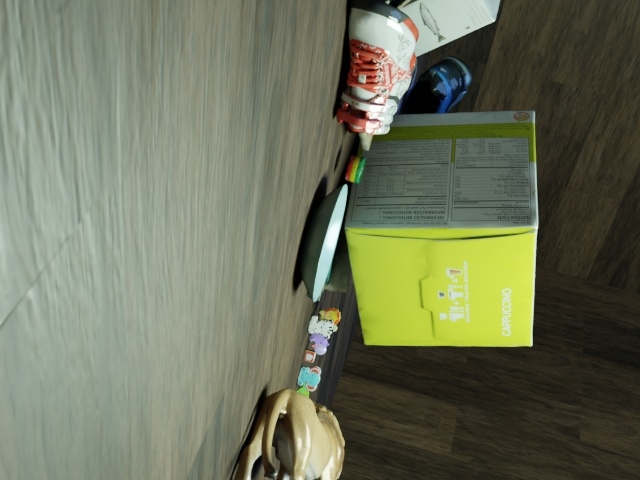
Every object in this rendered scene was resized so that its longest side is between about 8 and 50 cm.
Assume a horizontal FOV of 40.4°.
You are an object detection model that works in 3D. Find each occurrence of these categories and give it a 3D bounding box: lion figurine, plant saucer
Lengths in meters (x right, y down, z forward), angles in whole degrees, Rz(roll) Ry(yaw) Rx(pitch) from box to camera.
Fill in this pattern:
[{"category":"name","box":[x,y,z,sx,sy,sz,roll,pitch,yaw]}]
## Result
[{"category":"lion figurine","box":[-0.037,0.328,1.403,0.392,0.142,0.240,85,13,-60]},{"category":"plant saucer","box":[0.000,0.000,1.387,0.195,0.037,0.195,15,90,-83]}]

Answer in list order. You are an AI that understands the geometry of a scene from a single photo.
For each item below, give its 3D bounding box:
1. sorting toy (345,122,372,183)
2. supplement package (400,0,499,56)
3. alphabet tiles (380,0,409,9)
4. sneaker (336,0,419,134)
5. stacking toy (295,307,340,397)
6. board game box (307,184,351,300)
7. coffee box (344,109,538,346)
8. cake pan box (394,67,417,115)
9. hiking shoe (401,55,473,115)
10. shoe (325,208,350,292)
[{"category":"sorting toy","box":[0.076,-0.239,1.447,0.132,0.046,0.275,45,61,-83]},{"category":"supplement package","box":[0.228,-0.436,1.619,0.105,0.179,0.105,51,38,-27]},{"category":"alphabet tiles","box":[0.138,-0.405,1.233,0.237,0.009,0.198,-29,-141,55]},{"category":"sneaker","box":[0.075,-0.235,1.245,0.145,0.090,0.270,-66,167,-3]},{"category":"stacking toy","box":[-0.010,0.252,1.824,0.167,0.052,0.221,3,103,-83]},{"category":"board game box","box":[0.017,0.003,1.594,0.126,0.026,0.186,-60,164,-68]},{"category":"coffee box","box":[0.247,-0.019,1.703,0.338,0.338,0.334,78,16,-44]},{"category":"cake pan box","box":[0.158,-0.332,1.869,0.246,0.070,0.267,99,9,-59]},{"category":"hiking shoe","box":[0.205,-0.251,1.847,0.132,0.113,0.304,-24,144,-42]},{"category":"shoe","box":[0.051,0.013,1.760,0.076,0.058,0.219,96,11,-57]}]
